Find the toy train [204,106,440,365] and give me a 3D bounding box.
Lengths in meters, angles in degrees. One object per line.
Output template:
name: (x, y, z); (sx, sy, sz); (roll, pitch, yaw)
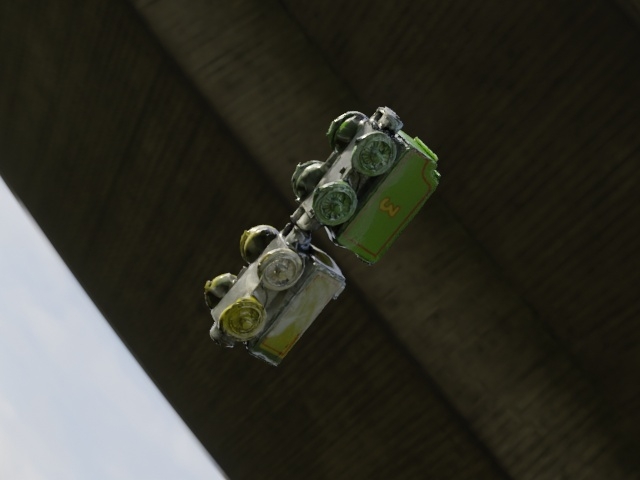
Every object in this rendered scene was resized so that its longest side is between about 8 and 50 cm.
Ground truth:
toy train: (0.000, 0.000, 0.846); (0.081, 0.202, 0.060); (32, 13, -31)
